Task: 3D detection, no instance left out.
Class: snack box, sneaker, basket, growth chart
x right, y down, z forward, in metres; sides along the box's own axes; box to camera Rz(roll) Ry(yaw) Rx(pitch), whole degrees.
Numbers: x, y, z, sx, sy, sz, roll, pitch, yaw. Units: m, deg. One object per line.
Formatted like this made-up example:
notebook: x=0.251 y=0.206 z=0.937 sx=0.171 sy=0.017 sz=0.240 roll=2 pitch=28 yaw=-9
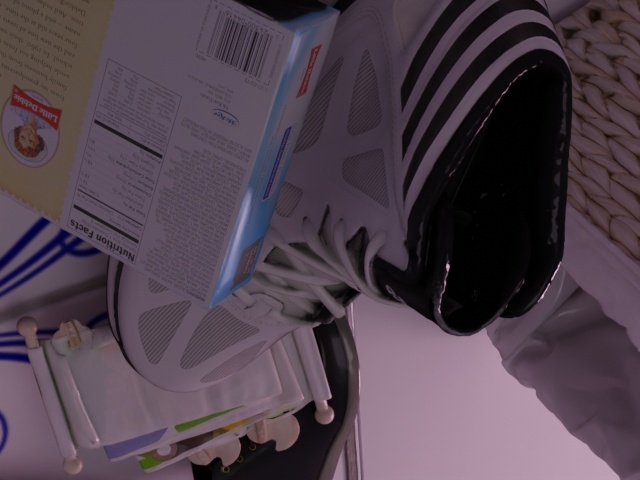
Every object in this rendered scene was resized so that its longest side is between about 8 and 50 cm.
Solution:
snack box: x=-0.162 y=-0.115 z=0.981 sx=0.060 sy=0.322 sz=0.187 roll=-36 pitch=150 yaw=-57
sneaker: x=-0.040 y=0.146 z=1.397 sx=0.118 sy=0.083 sz=0.222 roll=-9 pitch=129 yaw=-24
sneaker: x=-0.001 y=-0.001 z=1.082 sx=0.169 sy=0.257 sz=0.447 roll=19 pitch=125 yaw=-29
basket: x=0.285 y=0.012 z=1.320 sx=0.266 sy=0.331 sz=0.328 roll=-35 pitch=135 yaw=-9
growth chart: x=-0.108 y=0.112 z=1.305 sx=0.237 sy=0.021 sz=0.172 roll=-12 pitch=119 yaw=-11
